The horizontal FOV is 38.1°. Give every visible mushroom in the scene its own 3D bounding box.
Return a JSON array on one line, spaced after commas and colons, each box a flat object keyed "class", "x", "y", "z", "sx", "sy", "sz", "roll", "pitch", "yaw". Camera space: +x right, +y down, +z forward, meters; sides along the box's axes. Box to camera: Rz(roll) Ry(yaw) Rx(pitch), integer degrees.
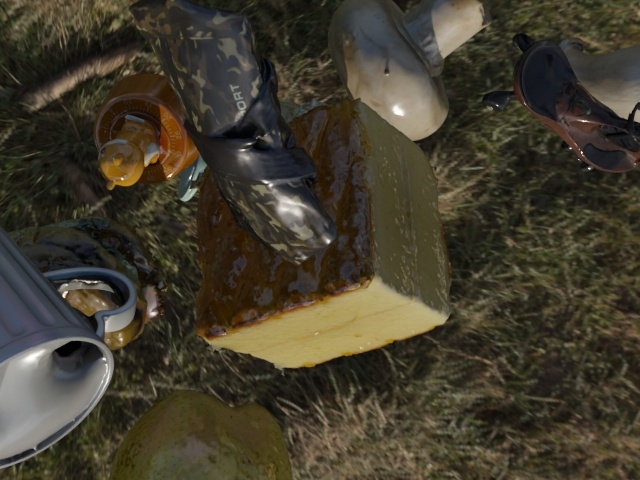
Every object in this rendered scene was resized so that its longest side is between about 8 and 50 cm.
[{"class": "mushroom", "x": 0.175, "y": -0.340, "z": 1.677, "sx": 0.290, "sy": 0.292, "sz": 0.292, "roll": -30, "pitch": 104, "yaw": 17}, {"class": "mushroom", "x": 0.343, "y": -0.182, "z": 1.056, "sx": 0.088, "sy": 0.212, "sz": 0.097, "roll": 6, "pitch": 101, "yaw": -45}]

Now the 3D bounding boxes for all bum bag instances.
[{"class": "bum bag", "x": -0.060, "y": -0.084, "z": 0.723, "sx": 0.069, "sy": 0.102, "sz": 0.248, "roll": -40, "pitch": 120, "yaw": -21}]

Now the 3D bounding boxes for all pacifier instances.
[{"class": "pacifier", "x": -0.229, "y": -0.130, "z": 1.473, "sx": 0.117, "sy": 0.150, "sz": 0.126, "roll": 13, "pitch": 133, "yaw": -20}]

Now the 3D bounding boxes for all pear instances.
[{"class": "pear", "x": -0.104, "y": 0.215, "z": 0.816, "sx": 0.178, "sy": 0.178, "sz": 0.178, "roll": -2, "pitch": 96, "yaw": -14}]

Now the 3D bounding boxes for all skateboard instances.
[{"class": "skateboard", "x": 0.209, "y": -0.103, "z": 0.729, "sx": 0.151, "sy": 0.080, "sz": 0.067, "roll": 31, "pitch": 78, "yaw": -22}]

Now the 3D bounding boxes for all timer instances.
[{"class": "timer", "x": -0.214, "y": -0.108, "z": 1.070, "sx": 0.132, "sy": 0.152, "sz": 0.132, "roll": 4, "pitch": 118, "yaw": 8}]

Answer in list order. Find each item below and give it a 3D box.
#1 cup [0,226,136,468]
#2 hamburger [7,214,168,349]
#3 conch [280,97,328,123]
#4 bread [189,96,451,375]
[{"class": "cup", "x": -0.303, "y": 0.089, "z": 0.892, "sx": 0.221, "sy": 0.202, "sz": 0.167, "roll": 5, "pitch": 125, "yaw": -56}, {"class": "hamburger", "x": -0.290, "y": 0.063, "z": 1.076, "sx": 0.206, "sy": 0.130, "sz": 0.183, "roll": -14, "pitch": 132, "yaw": 4}, {"class": "conch", "x": -0.031, "y": -0.137, "z": 1.655, "sx": 0.210, "sy": 0.291, "sz": 0.159, "roll": 39, "pitch": 53, "yaw": 8}, {"class": "bread", "x": 0.000, "y": 0.000, "z": 1.204, "sx": 0.207, "sy": 0.279, "sz": 0.279, "roll": 29, "pitch": 46, "yaw": -45}]
